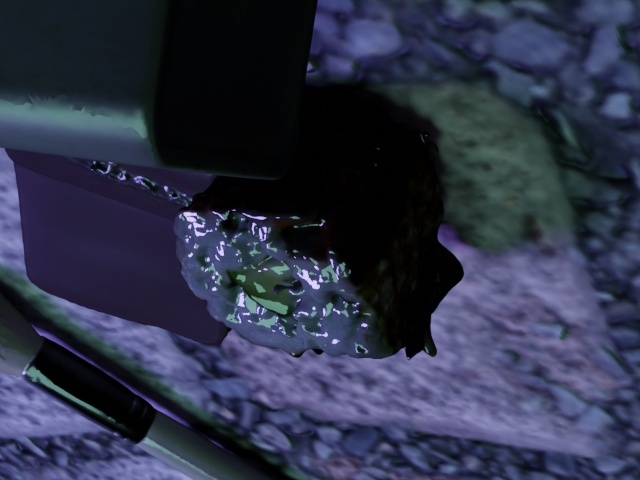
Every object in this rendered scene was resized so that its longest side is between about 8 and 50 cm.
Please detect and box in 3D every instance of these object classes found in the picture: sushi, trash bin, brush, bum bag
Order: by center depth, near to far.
[{"bbox_3d":[-0.135,-0.090,0.578,0.241,0.122,0.164,10,-177,16],"label":"trash bin"},{"bbox_3d":[-0.001,-0.001,0.695,0.094,0.084,0.098,7,138,26],"label":"sushi"},{"bbox_3d":[-0.090,-0.009,0.785,0.109,0.026,0.159,17,144,10],"label":"bum bag"},{"bbox_3d":[-0.080,0.103,0.913,0.299,0.039,0.042,33,143,-14],"label":"brush"}]
